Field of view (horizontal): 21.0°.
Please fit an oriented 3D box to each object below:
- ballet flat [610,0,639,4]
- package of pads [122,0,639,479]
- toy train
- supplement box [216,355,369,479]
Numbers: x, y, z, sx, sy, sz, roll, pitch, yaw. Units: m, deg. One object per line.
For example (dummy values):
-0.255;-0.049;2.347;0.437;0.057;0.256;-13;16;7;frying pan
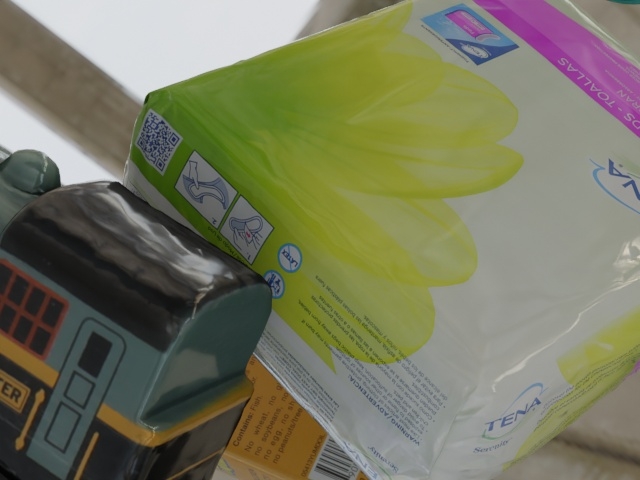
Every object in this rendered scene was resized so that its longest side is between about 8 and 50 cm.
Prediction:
-0.005;-0.208;0.594;0.123;0.349;0.123;-62;179;-3;ballet flat
0.078;-0.013;0.869;0.296;0.229;0.101;-26;152;-40;package of pads
-0.179;0.030;0.766;0.190;0.334;0.142;-63;162;17;toy train
-0.039;0.108;1.059;0.080;0.233;0.078;-62;162;-17;supplement box
